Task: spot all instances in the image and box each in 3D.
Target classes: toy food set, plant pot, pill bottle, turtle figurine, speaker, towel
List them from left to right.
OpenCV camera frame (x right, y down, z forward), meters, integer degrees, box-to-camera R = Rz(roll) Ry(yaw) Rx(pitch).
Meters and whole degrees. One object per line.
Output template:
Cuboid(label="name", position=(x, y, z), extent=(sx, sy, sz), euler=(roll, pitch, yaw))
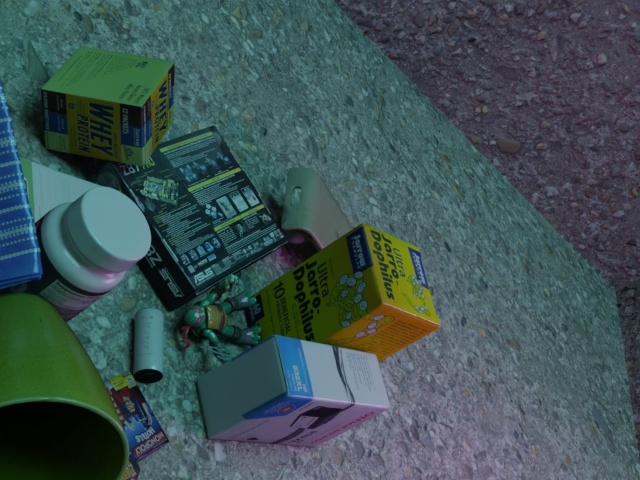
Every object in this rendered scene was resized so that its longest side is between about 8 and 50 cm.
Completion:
Cuboid(label="towel", position=(-0.578, -0.069, 1.588), extent=(0.040, 0.243, 0.336), euler=(108, -32, -79))
Cuboid(label="plant pot", position=(-0.441, 0.222, 1.524), extent=(0.275, 0.275, 0.293), euler=(30, 24, -37))
Cuboid(label="pill bottle", position=(-0.419, 0.038, 1.680), extent=(0.161, 0.283, 0.161), euler=(35, 36, -31))
Cuboid(label="speaker", position=(-0.317, 0.194, 1.901), extent=(0.055, 0.055, 0.136), euler=(29, 40, -38))
Cuboid(label="turtle figurine", position=(-0.200, 0.153, 2.039), extent=(0.234, 0.118, 0.175), euler=(11, 85, -67))
Cuboid(label="toy food set", position=(0.000, 0.000, 2.468), extent=(0.306, 0.092, 0.220), euler=(57, 24, -35))

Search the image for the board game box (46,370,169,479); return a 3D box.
Cuboid(label="board game box", position=(-0.350, 0.338, 1.714), extent=(0.194, 0.060, 0.194), euler=(60, 31, 6))

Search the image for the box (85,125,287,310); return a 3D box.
Cuboid(label="box", position=(-0.267, -0.059, 2.172), extent=(0.318, 0.097, 0.395), euler=(58, 31, -1))

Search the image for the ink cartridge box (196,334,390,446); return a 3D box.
Cuboid(label="ink cartridge box", position=(-0.049, 0.301, 2.011), extent=(0.307, 0.223, 0.129), euler=(17, 49, -47))

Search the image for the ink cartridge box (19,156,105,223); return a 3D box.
Cuboid(label="ink cartridge box", position=(-0.487, -0.050, 1.892), extent=(0.235, 0.056, 0.171), euler=(19, 46, -41))

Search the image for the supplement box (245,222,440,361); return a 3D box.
Cuboid(label="supplement box", position=(0.038, 0.152, 2.145), extent=(0.195, 0.356, 0.194), euler=(23, 44, -43))

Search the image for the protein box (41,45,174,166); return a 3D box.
Cuboid(label="protein box", position=(-0.412, -0.267, 2.027), extent=(0.201, 0.136, 0.200), euler=(11, 36, 6))
